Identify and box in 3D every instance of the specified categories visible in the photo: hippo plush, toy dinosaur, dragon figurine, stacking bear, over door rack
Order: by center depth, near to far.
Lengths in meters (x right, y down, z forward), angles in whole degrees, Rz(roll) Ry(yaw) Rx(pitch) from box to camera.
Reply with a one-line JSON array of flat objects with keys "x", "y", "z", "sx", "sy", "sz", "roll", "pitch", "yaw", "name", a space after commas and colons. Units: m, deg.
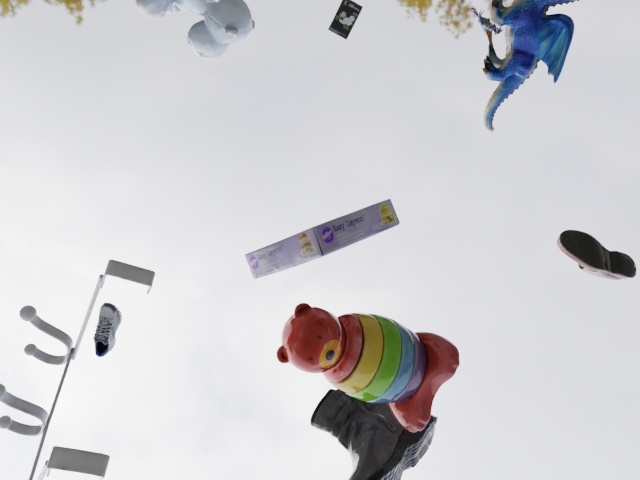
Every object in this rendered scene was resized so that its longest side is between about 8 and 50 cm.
[{"x": -0.329, "y": 0.180, "z": 0.739, "sx": 0.108, "sy": 0.324, "sz": 0.240, "roll": 26, "pitch": -131, "yaw": -28, "name": "over door rack"}, {"x": 0.308, "y": -0.274, "z": 0.873, "sx": 0.143, "sy": 0.289, "sz": 0.085, "roll": 10, "pitch": -150, "yaw": 16, "name": "dragon figurine"}, {"x": 0.064, "y": 0.197, "z": 1.074, "sx": 0.288, "sy": 0.176, "sz": 0.164, "roll": 23, "pitch": -171, "yaw": -28, "name": "stacking bear"}, {"x": 0.333, "y": -0.446, "z": 1.277, "sx": 0.047, "sy": 0.090, "sz": 0.082, "roll": 2, "pitch": -154, "yaw": -28, "name": "toy dinosaur"}, {"x": -0.260, "y": -0.574, "z": 1.474, "sx": 0.236, "sy": 0.294, "sz": 0.234, "roll": 45, "pitch": -148, "yaw": -18, "name": "hippo plush"}]

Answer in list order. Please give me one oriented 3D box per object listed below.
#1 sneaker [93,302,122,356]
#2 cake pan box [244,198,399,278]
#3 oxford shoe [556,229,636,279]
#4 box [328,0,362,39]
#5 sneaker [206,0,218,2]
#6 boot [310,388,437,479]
[{"x": -0.481, "y": 0.204, "z": 1.394, "sx": 0.052, "sy": 0.135, "sz": 0.058, "roll": 11, "pitch": -156, "yaw": -1, "name": "sneaker"}, {"x": 0.000, "y": 0.000, "z": 1.351, "sx": 0.245, "sy": 0.266, "sz": 0.070, "roll": -19, "pitch": -91, "yaw": -40, "name": "cake pan box"}, {"x": 0.581, "y": 0.042, "z": 1.344, "sx": 0.212, "sy": 0.076, "sz": 0.076, "roll": 25, "pitch": -117, "yaw": -21, "name": "oxford shoe"}, {"x": 0.060, "y": -0.529, "z": 1.482, "sx": 0.052, "sy": 0.083, "sz": 0.062, "roll": 28, "pitch": -164, "yaw": -6, "name": "box"}, {"x": -0.342, "y": -0.552, "z": 1.220, "sx": 0.178, "sy": 0.295, "sz": 0.124, "roll": -42, "pitch": -154, "yaw": 3, "name": "sneaker"}, {"x": 0.064, "y": 0.406, "z": 1.225, "sx": 0.222, "sy": 0.118, "sz": 0.338, "roll": 23, "pitch": -154, "yaw": 28, "name": "boot"}]
